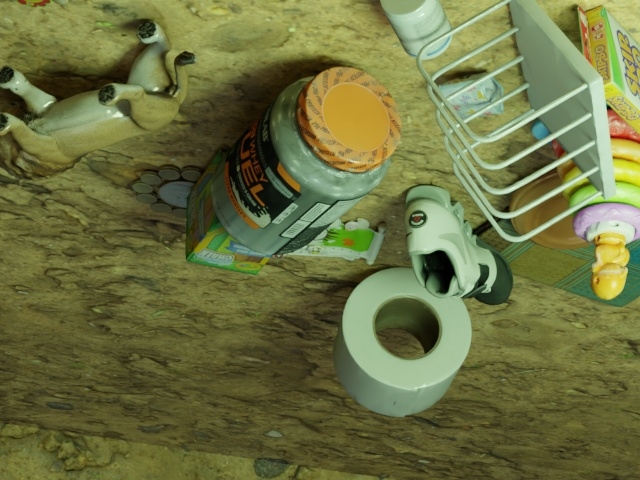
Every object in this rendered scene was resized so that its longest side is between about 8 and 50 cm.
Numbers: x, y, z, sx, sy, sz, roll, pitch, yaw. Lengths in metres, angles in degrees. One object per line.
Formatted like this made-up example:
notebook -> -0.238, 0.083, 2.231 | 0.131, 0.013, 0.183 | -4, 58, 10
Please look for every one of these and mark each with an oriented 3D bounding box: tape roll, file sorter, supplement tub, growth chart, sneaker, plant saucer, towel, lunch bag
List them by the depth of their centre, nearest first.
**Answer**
supplement tub -> 0.125, -0.288, 1.705 | 0.071, 0.071, 0.107 | -5, 153, 19
file sorter -> 0.257, -0.154, 1.741 | 0.173, 0.193, 0.278 | -31, 147, -1
lunch bag -> 0.215, -0.210, 1.879 | 0.071, 0.053, 0.083 | -9, 162, 29
supplement tub -> -0.021, -0.117, 1.943 | 0.193, 0.194, 0.316 | 15, 152, -22
plant saucer -> 0.408, -0.047, 2.153 | 0.199, 0.037, 0.200 | -1, 140, -1
sneaker -> 0.226, 0.054, 2.272 | 0.122, 0.146, 0.330 | -9, 145, 33
towel -> 0.459, 0.016, 2.335 | 0.370, 0.040, 0.271 | 17, 151, -21
growth chart -> 0.000, 0.000, 2.386 | 0.237, 0.021, 0.172 | 2, 153, 2
tape roll -> 0.152, 0.193, 2.510 | 0.246, 0.246, 0.169 | 6, 155, -4

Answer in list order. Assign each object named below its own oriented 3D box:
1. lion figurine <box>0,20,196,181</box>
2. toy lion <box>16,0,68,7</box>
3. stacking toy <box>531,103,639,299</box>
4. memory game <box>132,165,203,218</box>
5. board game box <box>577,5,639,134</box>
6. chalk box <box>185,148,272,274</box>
lion figurine -> -0.326, -0.183, 1.918 | 0.392, 0.142, 0.240 | -8, 160, 14
toy lion -> -0.380, -0.338, 1.724 | 0.096, 0.034, 0.100 | 1, 155, 23
stacking toy -> 0.411, -0.054, 1.884 | 0.165, 0.302, 0.175 | 20, 149, -30
memory game -> -0.229, -0.081, 2.257 | 0.186, 0.012, 0.186 | 4, 155, 2
board game box -> 0.420, -0.208, 1.766 | 0.039, 0.124, 0.259 | -22, 145, 35
chalk box -> -0.144, -0.033, 2.180 | 0.132, 0.132, 0.213 | 10, 148, -21
